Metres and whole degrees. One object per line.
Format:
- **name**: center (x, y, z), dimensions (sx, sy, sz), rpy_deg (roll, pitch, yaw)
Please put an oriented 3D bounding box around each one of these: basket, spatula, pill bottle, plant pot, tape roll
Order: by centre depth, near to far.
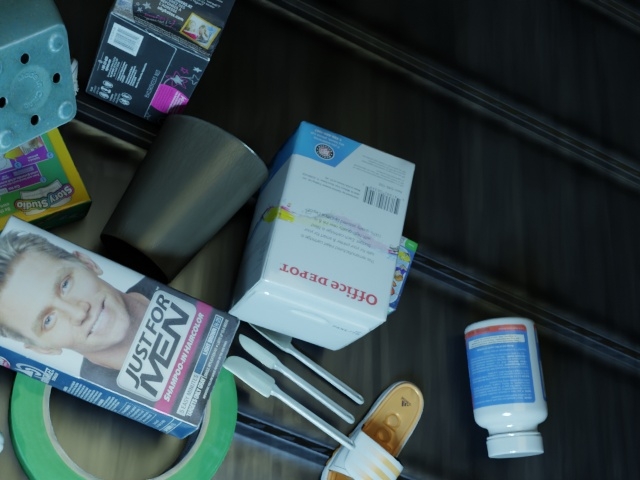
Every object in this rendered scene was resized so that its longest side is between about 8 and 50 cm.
- **plant pot**: center (-0.477, -0.246, 1.292), dimensions (0.252, 0.247, 0.248), rpy_deg (25, 42, 27)
- **tape roll**: center (-0.284, 0.242, 1.369), dimensions (0.321, 0.077, 0.321), rpy_deg (7, 69, -19)
- **basket**: center (-0.224, -0.058, 1.461), dimensions (0.204, 0.154, 0.227), rpy_deg (23, 66, 26)
- **spatula**: center (-0.031, 0.216, 1.474), dimensions (0.242, 0.019, 0.168), rpy_deg (36, 25, -7)
- **pill bottle**: center (0.314, 0.248, 1.584), dimensions (0.124, 0.124, 0.221), rpy_deg (4, 70, -21)

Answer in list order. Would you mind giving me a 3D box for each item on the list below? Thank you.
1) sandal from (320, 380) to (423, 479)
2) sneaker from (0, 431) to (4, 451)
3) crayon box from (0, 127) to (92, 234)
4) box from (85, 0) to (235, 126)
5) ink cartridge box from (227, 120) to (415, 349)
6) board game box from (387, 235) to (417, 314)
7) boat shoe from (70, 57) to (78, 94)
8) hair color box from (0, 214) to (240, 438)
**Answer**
- **sandal**: center (0.092, 0.326, 1.492), dimensions (0.102, 0.076, 0.265), rpy_deg (37, 63, -6)
- **sneaker**: center (-0.504, 0.183, 1.293), dimensions (0.240, 0.091, 0.126), rpy_deg (41, 61, -3)
- **crayon box**: center (-0.501, -0.073, 1.391), dimensions (0.278, 0.081, 0.165), rpy_deg (-22, 81, -27)
- **box**: center (-0.255, -0.311, 1.483), dimensions (0.163, 0.247, 0.142), rpy_deg (24, 62, -13)
- **ink cartridge box**: center (0.000, 0.000, 1.462), dimensions (0.198, 0.197, 0.270), rpy_deg (20, 65, -14)
- **board game box**: center (0.055, 0.023, 1.609), dimensions (0.201, 0.035, 0.136), rpy_deg (26, 64, -11)
- **boat shoe**: center (-0.409, -0.248, 1.523), dimensions (0.035, 0.035, 0.100), rpy_deg (37, 54, -37)
- **hair color box**: center (-0.306, 0.125, 1.300), dimensions (0.347, 0.105, 0.174), rpy_deg (25, 64, -11)
